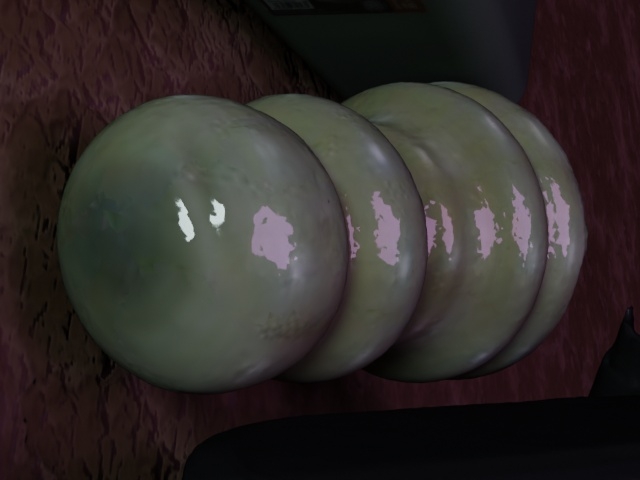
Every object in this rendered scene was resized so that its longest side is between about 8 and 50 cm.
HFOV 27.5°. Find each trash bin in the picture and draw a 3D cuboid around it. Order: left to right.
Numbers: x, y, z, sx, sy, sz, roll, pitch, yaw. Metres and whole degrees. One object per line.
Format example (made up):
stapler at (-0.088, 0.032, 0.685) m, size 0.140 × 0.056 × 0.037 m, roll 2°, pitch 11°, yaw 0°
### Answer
trash bin at (0.038, -0.221, 0.751) m, size 0.343 × 0.158 × 0.222 m, roll 40°, pitch 56°, yaw -63°

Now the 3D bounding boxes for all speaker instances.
speaker at (0.068, 0.144, 0.658) m, size 0.388 × 0.184 × 0.180 m, roll 1°, pitch 116°, yaw -36°

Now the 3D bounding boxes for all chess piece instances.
chess piece at (0.000, 0.000, 0.670) m, size 0.330 × 0.182 × 0.182 m, roll -4°, pitch 86°, yaw -59°
